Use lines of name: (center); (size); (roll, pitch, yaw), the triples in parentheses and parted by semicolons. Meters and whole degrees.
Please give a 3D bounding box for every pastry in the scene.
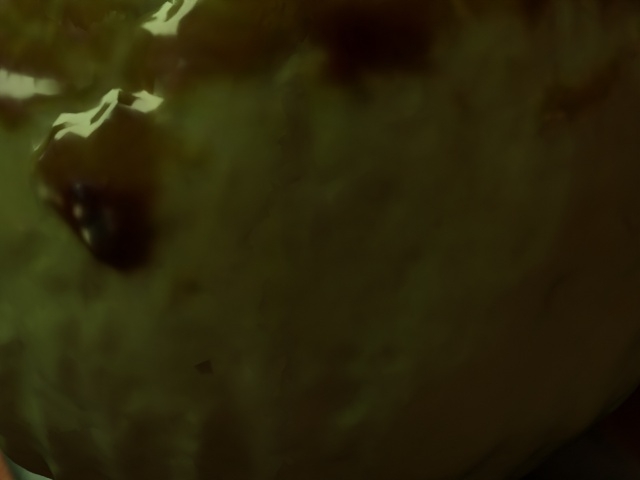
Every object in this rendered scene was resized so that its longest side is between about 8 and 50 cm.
pastry: (-0.018, -0.077, 0.715); (0.388, 0.388, 0.312); (-97, 13, -54)
